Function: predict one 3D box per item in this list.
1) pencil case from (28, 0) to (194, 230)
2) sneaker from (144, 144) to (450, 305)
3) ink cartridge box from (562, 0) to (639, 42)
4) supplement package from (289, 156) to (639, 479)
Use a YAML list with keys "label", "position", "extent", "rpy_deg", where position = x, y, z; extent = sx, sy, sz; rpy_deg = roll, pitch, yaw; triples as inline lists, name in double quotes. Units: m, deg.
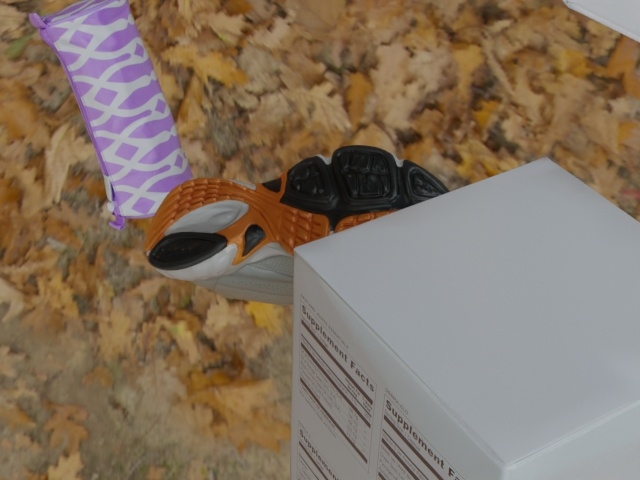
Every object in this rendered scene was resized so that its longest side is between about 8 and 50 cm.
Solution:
- label: "pencil case"
  position: [-0.180, -0.115, 1.006]
  extent: [0.088, 0.086, 0.206]
  rpy_deg: [-24, 108, -20]
- label: "sneaker"
  position: [0.000, 0.000, 0.872]
  extent: [0.121, 0.262, 0.099]
  rpy_deg: [38, 58, -50]
- label: "ink cartridge box"
  position: [0.271, -0.242, 0.711]
  extent: [0.197, 0.270, 0.198]
  rpy_deg: [23, 124, -10]
- label: "supplement package"
  position: [0.113, 0.128, 0.704]
  extent: [0.199, 0.198, 0.263]
  rpy_deg: [-20, 132, -26]
